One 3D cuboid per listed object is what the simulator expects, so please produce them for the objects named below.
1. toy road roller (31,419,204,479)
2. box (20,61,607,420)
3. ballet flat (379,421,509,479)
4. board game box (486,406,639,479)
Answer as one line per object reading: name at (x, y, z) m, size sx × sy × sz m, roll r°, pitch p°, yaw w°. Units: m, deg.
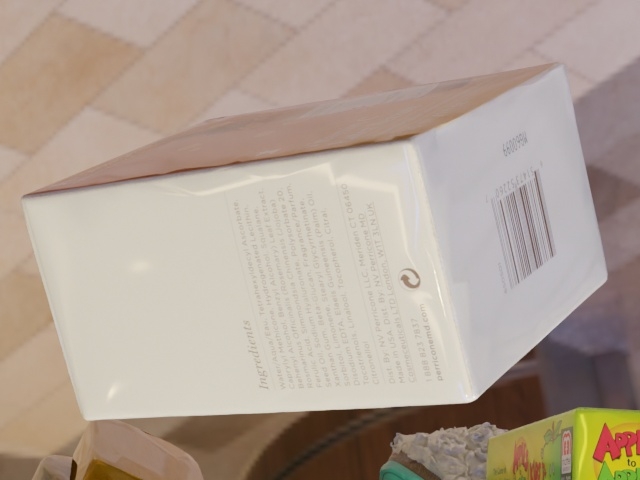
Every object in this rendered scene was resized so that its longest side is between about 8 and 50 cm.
toy road roller at (-0.081, 0.262, 0.944) m, size 0.241 × 0.202 × 0.329 m, roll 26°, pitch -178°, yaw -13°
box at (0.000, 0.000, 0.591) m, size 0.170 × 0.091 × 0.130 m, roll -6°, pitch -166°, yaw 32°
ballet flat at (0.171, 0.226, 1.089) m, size 0.147 × 0.409 × 0.147 m, roll -7°, pitch 112°, yaw -19°
board game box at (0.140, 0.109, 0.736) m, size 0.092 × 0.043 × 0.181 m, roll 4°, pitch 168°, yaw -5°
